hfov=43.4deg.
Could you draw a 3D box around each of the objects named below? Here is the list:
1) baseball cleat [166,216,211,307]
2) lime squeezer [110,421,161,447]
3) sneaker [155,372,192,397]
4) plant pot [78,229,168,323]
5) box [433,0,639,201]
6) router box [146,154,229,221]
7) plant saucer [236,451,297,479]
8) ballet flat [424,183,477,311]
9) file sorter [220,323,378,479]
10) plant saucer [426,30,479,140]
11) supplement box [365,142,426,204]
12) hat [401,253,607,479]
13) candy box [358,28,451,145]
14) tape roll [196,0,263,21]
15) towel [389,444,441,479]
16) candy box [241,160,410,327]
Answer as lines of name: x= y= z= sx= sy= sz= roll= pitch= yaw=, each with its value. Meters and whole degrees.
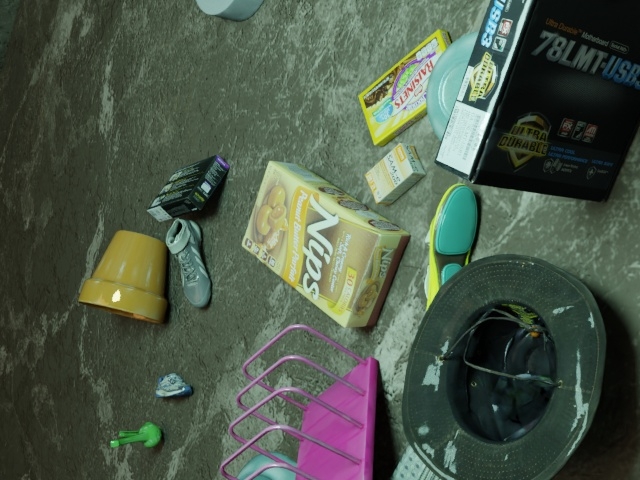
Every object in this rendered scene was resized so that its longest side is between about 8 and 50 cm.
baseball cleat: x=-0.304 y=0.049 z=1.806 sx=0.072 sy=0.109 sz=0.206 roll=-20 pitch=72 yaw=20
lime squeezer: x=-0.440 y=0.480 z=1.952 sx=0.310 sy=0.109 sz=0.059 roll=142 pitch=107 yaw=-76
sneaker: x=-0.346 y=0.338 z=1.884 sx=0.135 sy=0.052 sz=0.058 roll=-14 pitch=73 yaw=48
plant pot: x=-0.453 y=0.083 z=1.930 sx=0.205 sy=0.205 sz=0.188 roll=0 pitch=72 yaw=49
box: x=0.301 y=-0.203 z=0.981 sx=0.073 sy=0.295 sz=0.294 roll=37 pitch=114 yaw=45
router box: x=-0.299 y=-0.116 z=1.810 sx=0.178 sy=0.046 sz=0.133 roll=-11 pitch=42 yaw=48
plant saucer: x=-0.100 y=0.582 z=1.589 sx=0.317 sy=0.043 sz=0.318 roll=-5 pitch=84 yaw=50
ballet flat: x=0.195 y=0.026 z=1.264 sx=0.077 sy=0.077 sz=0.231 roll=-174 pitch=86 yaw=-66
file sorter: x=-0.041 y=0.318 z=1.331 sx=0.202 sy=0.182 sz=0.291 roll=-44 pitch=24 yaw=35
plant saucer: x=0.235 y=-0.226 z=1.233 sx=0.194 sy=0.037 sz=0.195 roll=3 pitch=95 yaw=40
supplement box: x=0.127 y=-0.113 z=1.374 sx=0.098 sy=0.036 sz=0.062 roll=-42 pitch=58 yaw=39
hat: x=0.268 y=0.193 z=1.118 sx=0.331 sy=0.134 sz=0.332 roll=-20 pitch=57 yaw=34
candy box: x=0.151 y=-0.255 z=1.364 sx=0.206 sy=0.027 sz=0.105 roll=-34 pitch=66 yaw=43
tape roll: x=-0.191 y=-0.593 z=1.748 sx=0.219 sy=0.072 sz=0.219 roll=-6 pitch=82 yaw=49
towel: x=0.190 y=0.518 z=1.261 sx=0.312 sy=0.056 sz=0.324 roll=42 pitch=116 yaw=39
candy box: x=0.000 y=0.000 z=1.462 sx=0.316 sy=0.087 sz=0.183 roll=36 pitch=114 yaw=40
